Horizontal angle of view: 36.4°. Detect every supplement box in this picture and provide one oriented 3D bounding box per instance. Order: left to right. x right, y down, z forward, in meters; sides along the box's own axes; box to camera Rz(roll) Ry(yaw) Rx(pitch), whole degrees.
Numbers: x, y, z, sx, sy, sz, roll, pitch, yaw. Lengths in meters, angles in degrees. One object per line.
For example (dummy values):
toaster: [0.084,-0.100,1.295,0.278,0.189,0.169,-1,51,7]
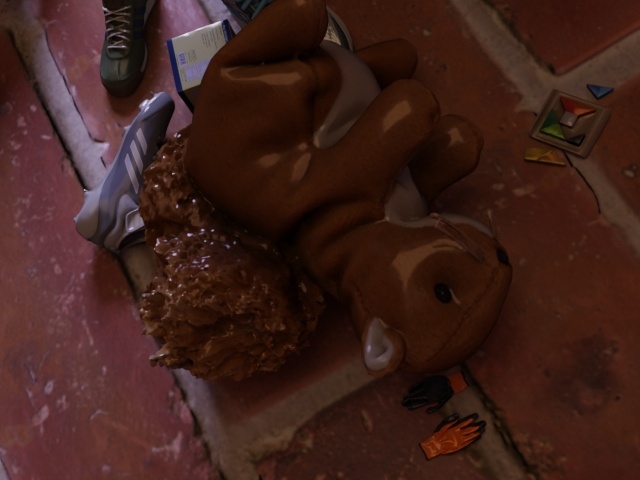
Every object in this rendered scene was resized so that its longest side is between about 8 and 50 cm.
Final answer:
supplement box: [-0.139,-0.218,1.221,0.083,0.056,0.083,-18,65,6]

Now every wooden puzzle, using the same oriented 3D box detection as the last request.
wooden puzzle: [0.282,-0.134,1.106,0.078,0.014,0.116,20,74,20]

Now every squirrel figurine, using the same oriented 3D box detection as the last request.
squirrel figurine: [0.000,0.000,1.022,0.397,0.281,0.370,-34,74,14]

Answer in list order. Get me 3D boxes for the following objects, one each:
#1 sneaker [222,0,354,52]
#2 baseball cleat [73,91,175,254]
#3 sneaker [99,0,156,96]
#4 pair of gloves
sneaker: [-0.075,-0.292,1.176,0.110,0.122,0.283,-45,78,10]
baseball cleat: [-0.211,-0.077,1.186,0.109,0.072,0.206,28,82,8]
sneaker: [-0.261,-0.291,1.264,0.064,0.086,0.192,3,70,15]
pair of gloves: [0.129,0.181,1.018,0.074,0.010,0.083,-24,64,4]
